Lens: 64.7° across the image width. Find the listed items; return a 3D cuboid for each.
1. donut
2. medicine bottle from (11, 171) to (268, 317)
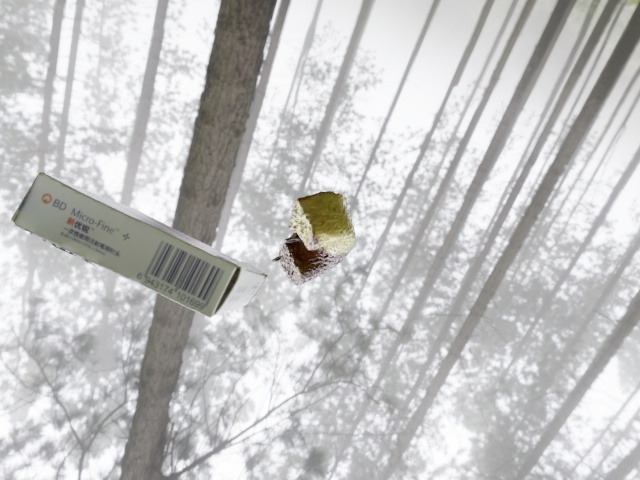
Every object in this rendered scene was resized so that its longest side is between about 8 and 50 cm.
[{"bbox_3d":[0.000,-0.002,0.925,0.141,0.217,0.085,-20,-115,-21],"label":"donut"},{"bbox_3d":[-0.142,0.014,0.459,0.171,0.052,0.201,25,175,2],"label":"medicine bottle"}]
